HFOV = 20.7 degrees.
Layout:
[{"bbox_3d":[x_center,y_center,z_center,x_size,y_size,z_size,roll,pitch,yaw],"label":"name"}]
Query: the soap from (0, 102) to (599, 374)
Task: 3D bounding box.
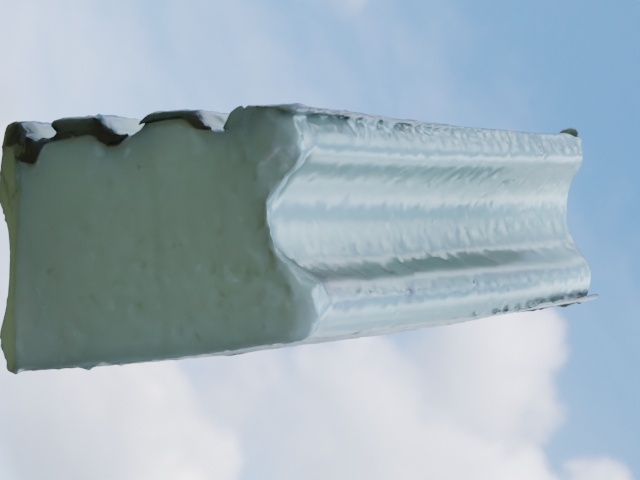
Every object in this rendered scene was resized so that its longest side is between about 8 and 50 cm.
[{"bbox_3d":[0.000,0.000,0.701,0.150,0.261,0.094,-2,-91,32],"label":"soap"}]
